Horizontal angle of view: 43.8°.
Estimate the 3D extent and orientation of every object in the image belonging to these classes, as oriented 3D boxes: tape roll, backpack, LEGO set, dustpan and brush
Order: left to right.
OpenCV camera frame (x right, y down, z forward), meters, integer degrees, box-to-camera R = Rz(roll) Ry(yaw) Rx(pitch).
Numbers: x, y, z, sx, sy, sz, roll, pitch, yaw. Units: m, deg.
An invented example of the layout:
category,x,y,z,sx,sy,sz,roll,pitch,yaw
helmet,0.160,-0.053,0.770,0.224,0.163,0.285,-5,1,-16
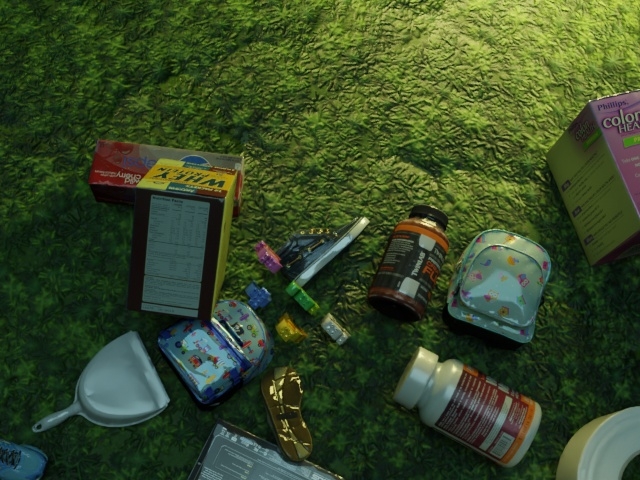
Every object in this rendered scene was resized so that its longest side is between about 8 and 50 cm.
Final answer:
category,x,y,z,sx,sy,sz,roll,pitch,yaw
dustpan and brush,-0.371,0.257,1.300,0.211,0.060,0.147,-24,73,-20
backpack,-0.162,0.174,1.313,0.173,0.117,0.158,-33,77,-18
LEGO set,-0.054,0.115,1.332,0.087,0.093,0.227,-43,93,5
backpack,0.311,0.075,1.382,0.166,0.144,0.188,19,67,7
tape roll,0.539,0.419,1.303,0.286,0.100,0.286,2,69,-5

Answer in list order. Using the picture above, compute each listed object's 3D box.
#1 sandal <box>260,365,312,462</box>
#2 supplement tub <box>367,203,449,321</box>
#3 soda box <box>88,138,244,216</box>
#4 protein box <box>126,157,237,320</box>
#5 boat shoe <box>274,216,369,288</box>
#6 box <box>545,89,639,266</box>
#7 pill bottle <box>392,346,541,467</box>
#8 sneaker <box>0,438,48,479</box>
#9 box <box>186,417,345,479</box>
category,x,y,z,sx,sy,sz,roll,pitch,yaw
sandal,-0.059,0.287,1.305,0.072,0.049,0.180,0,48,-21
supplement tub,0.162,0.036,1.399,0.106,0.106,0.198,23,70,3
soda box,-0.270,-0.109,1.419,0.263,0.083,0.092,7,69,-3
protein box,-0.220,-0.007,1.286,0.136,0.200,0.201,8,107,-3
boat shoe,0.000,0.000,1.415,0.183,0.065,0.083,-41,83,-15
box,0.534,-0.107,1.429,0.117,0.213,0.243,-14,72,-10
pill bottle,0.239,0.272,1.314,0.221,0.121,0.121,29,70,5
sneaker,-0.507,0.339,1.241,0.162,0.073,0.063,14,69,0
box,-0.101,0.415,1.263,0.231,0.056,0.183,25,71,3
